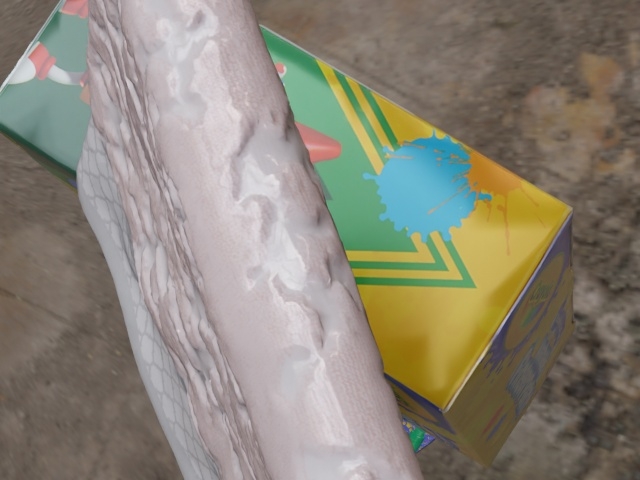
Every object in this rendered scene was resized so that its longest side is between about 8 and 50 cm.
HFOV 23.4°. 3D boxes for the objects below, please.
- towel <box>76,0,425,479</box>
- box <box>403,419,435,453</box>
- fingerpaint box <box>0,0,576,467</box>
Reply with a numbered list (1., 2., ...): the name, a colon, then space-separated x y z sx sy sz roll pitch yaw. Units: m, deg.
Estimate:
1. towel: -0.040 0.043 0.670 0.053 0.317 0.332 -17 74 -15
2. box: -0.030 0.176 1.822 0.177 0.279 0.290 -36 83 -8
3. fingerpaint box: 0.000 0.000 1.186 0.371 0.445 0.163 32 84 14
